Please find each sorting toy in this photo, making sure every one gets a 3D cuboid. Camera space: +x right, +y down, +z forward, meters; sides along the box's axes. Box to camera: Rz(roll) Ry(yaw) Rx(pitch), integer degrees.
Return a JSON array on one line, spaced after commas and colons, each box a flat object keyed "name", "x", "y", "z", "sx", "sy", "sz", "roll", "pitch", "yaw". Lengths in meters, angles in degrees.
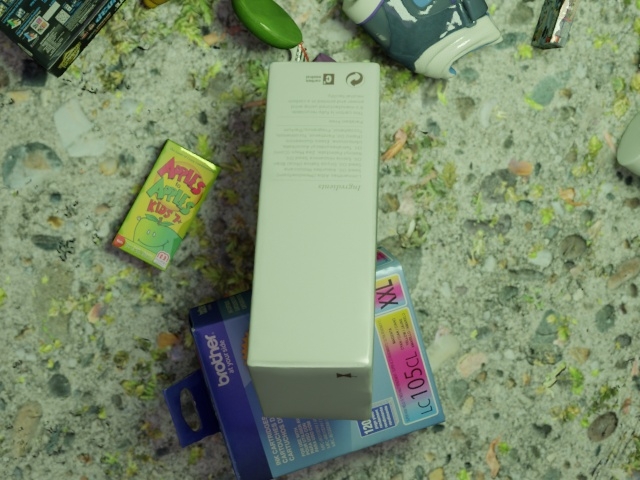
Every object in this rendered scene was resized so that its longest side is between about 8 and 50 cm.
[{"name": "sorting toy", "x": -0.130, "y": -0.315, "z": 1.741, "sx": 0.365, "sy": 0.127, "sz": 0.126, "roll": 42, "pitch": 113, "yaw": -6}]

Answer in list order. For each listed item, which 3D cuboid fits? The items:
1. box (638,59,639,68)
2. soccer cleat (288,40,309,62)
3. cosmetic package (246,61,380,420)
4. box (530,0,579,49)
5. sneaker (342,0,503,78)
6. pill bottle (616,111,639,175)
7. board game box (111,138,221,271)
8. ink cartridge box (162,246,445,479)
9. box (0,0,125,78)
[{"name": "box", "x": 0.615, "y": -0.346, "z": 1.836, "sx": 0.191, "sy": 0.045, "sz": 0.184, "roll": 11, "pitch": 97, "yaw": 16}, {"name": "soccer cleat", "x": -0.030, "y": -0.269, "z": 1.795, "sx": 0.036, "sy": 0.029, "sz": 0.083, "roll": -21, "pitch": 97, "yaw": 3}, {"name": "cosmetic package", "x": 0.000, "y": 0.000, "z": 1.621, "sx": 0.161, "sy": 0.230, "sz": 0.453, "roll": 1, "pitch": 64, "yaw": 3}, {"name": "box", "x": 0.373, "y": -0.366, "z": 1.808, "sx": 0.027, "sy": 0.094, "sz": 0.137, "roll": 17, "pitch": 95, "yaw": -10}, {"name": "sneaker", "x": 0.203, "y": -0.406, "z": 1.773, "sx": 0.236, "sy": 0.130, "sz": 0.323, "roll": 34, "pitch": 87, "yaw": -21}, {"name": "pill bottle", "x": 0.627, "y": -0.098, "z": 1.842, "sx": 0.301, "sy": 0.169, "sz": 0.169, "roll": 30, "pitch": 92, "yaw": -10}, {"name": "board game box", "x": -0.236, "y": -0.055, "z": 1.782, "sx": 0.092, "sy": 0.043, "sz": 0.181, "roll": 28, "pitch": 92, "yaw": -11}, {"name": "ink cartridge box", "x": -0.039, "y": 0.203, "z": 1.794, "sx": 0.395, "sy": 0.151, "sz": 0.270, "roll": -18, "pitch": 99, "yaw": -4}, {"name": "box", "x": -0.379, "y": -0.374, "z": 1.688, "sx": 0.175, "sy": 0.051, "sz": 0.220, "roll": 40, "pitch": 90, "yaw": 10}]
